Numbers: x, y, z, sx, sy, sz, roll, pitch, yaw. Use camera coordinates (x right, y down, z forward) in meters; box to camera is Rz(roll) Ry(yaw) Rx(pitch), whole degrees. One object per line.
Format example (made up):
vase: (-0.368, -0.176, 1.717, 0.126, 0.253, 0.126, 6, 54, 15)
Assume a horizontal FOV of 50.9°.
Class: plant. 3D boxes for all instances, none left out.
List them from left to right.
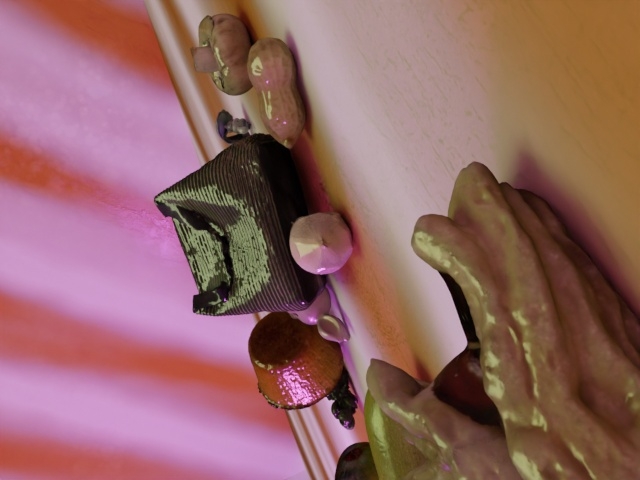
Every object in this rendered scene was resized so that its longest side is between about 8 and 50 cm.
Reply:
plant: (0.044, 0.359, 1.586, 0.085, 0.087, 0.174, 25, -139, -63)

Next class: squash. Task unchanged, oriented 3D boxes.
squash: (0.124, 0.278, 1.010, 0.123, 0.123, 0.187, -171, 64, -76)

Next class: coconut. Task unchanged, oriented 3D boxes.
coconut: (0.000, 0.000, 1.101, 0.124, 0.110, 0.110, -168, 57, -84)

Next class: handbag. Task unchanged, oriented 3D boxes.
handbag: (-0.142, -0.015, 1.263, 0.247, 0.240, 0.341, -42, -65, -72)

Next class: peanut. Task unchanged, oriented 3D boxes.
peanut: (-0.067, -0.231, 1.065, 0.082, 0.082, 0.187, -130, 21, -56)

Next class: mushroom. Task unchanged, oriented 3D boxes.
mushroom: (-0.183, -0.345, 1.266, 0.154, 0.122, 0.154, 53, 154, 40)

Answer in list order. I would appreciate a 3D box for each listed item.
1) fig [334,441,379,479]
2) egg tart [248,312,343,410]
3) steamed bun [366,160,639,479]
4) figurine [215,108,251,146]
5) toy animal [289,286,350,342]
fig: (0.124, 0.551, 1.461, 0.245, 0.149, 0.149, 60, 171, -21)
egg tart: (-0.067, 0.256, 1.501, 0.215, 0.215, 0.171, 56, 177, 45)
steamed bun: (0.164, 0.173, 0.523, 0.247, 0.189, 0.428, 79, 165, -67)
figurine: (-0.198, -0.263, 1.591, 0.094, 0.086, 0.082, -54, -27, -54)
toy animal: (-0.026, 0.133, 1.404, 0.124, 0.124, 0.213, 95, 155, -64)
